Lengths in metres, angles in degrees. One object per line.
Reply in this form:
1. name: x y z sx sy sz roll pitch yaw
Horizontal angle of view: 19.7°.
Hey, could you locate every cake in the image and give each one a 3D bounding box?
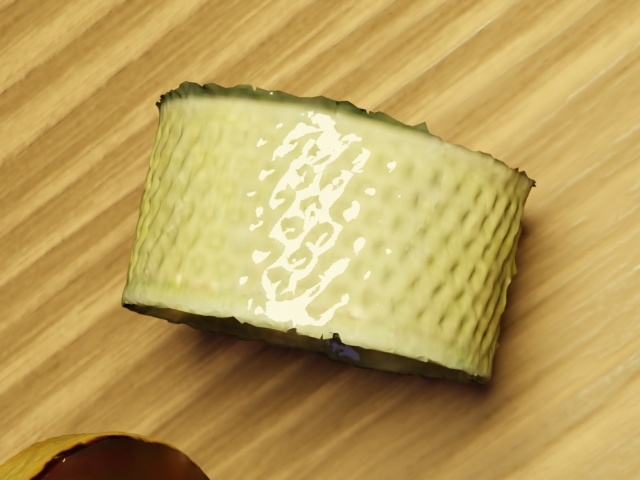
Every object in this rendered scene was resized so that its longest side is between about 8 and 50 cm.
1. cake: -0.178 0.236 1.327 0.178 0.207 0.185 -20 108 51

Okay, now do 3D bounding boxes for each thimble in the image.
1. thimble: 0.000 0.000 1.261 0.270 0.271 0.150 9 82 24
